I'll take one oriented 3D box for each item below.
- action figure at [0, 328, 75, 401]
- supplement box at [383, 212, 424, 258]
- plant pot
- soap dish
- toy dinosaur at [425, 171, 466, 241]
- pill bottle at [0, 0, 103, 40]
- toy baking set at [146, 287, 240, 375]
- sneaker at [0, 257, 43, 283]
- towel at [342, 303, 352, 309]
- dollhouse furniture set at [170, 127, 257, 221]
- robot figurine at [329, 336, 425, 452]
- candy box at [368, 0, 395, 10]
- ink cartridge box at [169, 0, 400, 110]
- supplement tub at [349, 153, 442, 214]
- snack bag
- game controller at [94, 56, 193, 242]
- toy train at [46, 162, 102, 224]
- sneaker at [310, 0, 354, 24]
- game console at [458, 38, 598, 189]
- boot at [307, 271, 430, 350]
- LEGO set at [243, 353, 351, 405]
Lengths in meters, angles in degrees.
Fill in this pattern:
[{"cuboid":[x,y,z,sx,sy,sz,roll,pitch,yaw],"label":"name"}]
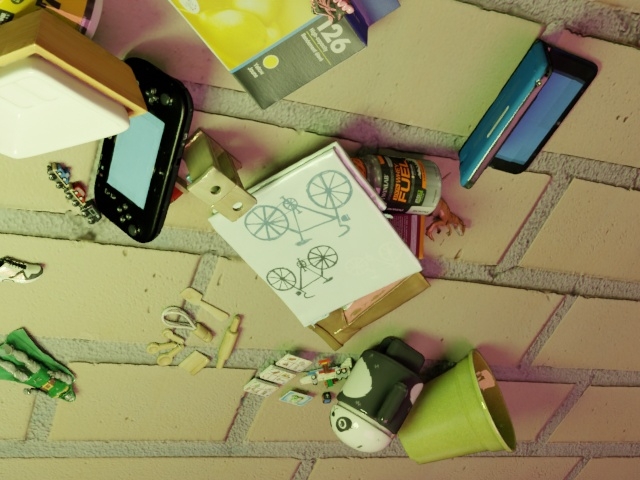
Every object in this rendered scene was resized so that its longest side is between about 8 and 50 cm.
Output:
[{"cuboid":[-0.604,0.289,1.926,0.137,0.063,0.232,-36,137,8],"label":"action figure"},{"cuboid":[0.119,-0.012,1.902,0.188,0.081,0.104,-3,102,-19],"label":"supplement box"},{"cuboid":[0.335,0.454,2.333,0.254,0.276,0.276,-24,136,17],"label":"plant pot"},{"cuboid":[-0.446,-0.233,1.382,0.290,0.118,0.229,-10,157,30],"label":"soap dish"},{"cuboid":[0.255,-0.067,1.959,0.112,0.064,0.211,-45,143,-4],"label":"toy dinosaur"},{"cuboid":[-0.445,-0.369,1.356,0.208,0.119,0.119,14,123,-31],"label":"pill bottle"},{"cuboid":[-0.275,0.213,2.006,0.196,0.030,0.256,8,126,-28],"label":"toy baking set"},{"cuboid":[-0.590,0.056,1.733,0.109,0.040,0.044,-2,128,-21],"label":"sneaker"},{"cuboid":[0.036,0.065,1.942,0.152,0.023,0.113,41,87,-17],"label":"towel"},{"cuboid":[-0.237,-0.083,1.686,0.183,0.129,0.129,-39,133,13],"label":"dollhouse furniture set"},{"cuboid":[0.136,0.372,2.172,0.278,0.173,0.209,-58,156,-12],"label":"robot figurine"},{"cuboid":[0.108,-0.497,1.524,0.105,0.027,0.206,-23,135,0],"label":"candy box"},{"cuboid":[-0.055,-0.402,1.504,0.307,0.072,0.303,-29,134,15],"label":"ink cartridge box"},{"cuboid":[0.139,-0.114,1.818,0.190,0.117,0.117,3,129,-24],"label":"supplement tub"},{"cuboid":[0.000,0.000,1.800,0.323,0.037,0.342,-28,117,25],"label":"snack bag"},{"cuboid":[-0.314,-0.154,1.572,0.067,0.166,0.319,-33,149,-55],"label":"game controller"},{"cuboid":[-0.453,-0.088,1.668,0.036,0.027,0.158,-30,135,1],"label":"toy train"},{"cuboid":[-0.001,-0.392,1.459,0.057,0.047,0.119,-38,132,25],"label":"sneaker"},{"cuboid":[0.422,-0.230,1.799,0.173,0.250,0.293,27,119,-8],"label":"game console"},{"cuboid":[0.084,0.108,2.026,0.269,0.089,0.236,-36,136,7],"label":"boot"},{"cuboid":[-0.042,0.336,2.217,0.244,0.060,0.182,23,131,-34],"label":"LEGO set"}]
